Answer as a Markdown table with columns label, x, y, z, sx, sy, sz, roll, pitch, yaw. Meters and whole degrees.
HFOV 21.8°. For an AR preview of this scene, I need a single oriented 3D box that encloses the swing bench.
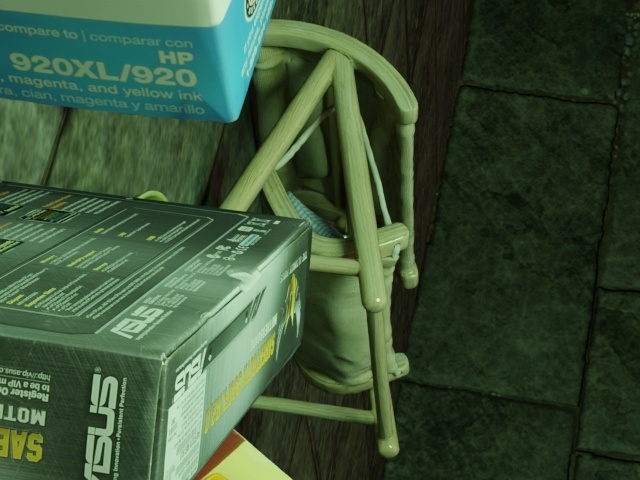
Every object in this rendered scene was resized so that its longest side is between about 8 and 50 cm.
| label | x | y | z | sx | sy | sz | roll | pitch | yaw |
| --- | --- | --- | --- | --- | --- | --- | --- | --- | --- |
| swing bench | 0.000 | 0.000 | 1.342 | 0.253 | 0.165 | 0.255 | 84 | 17 | -57 |

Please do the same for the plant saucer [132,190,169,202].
| label | x | y | z | sx | sy | sz | roll | pitch | yaw |
| --- | --- | --- | --- | --- | --- | --- | --- | --- | --- |
| plant saucer | -0.132 | 0.087 | 0.991 | 0.241 | 0.037 | 0.241 | 8 | 90 | -82 |

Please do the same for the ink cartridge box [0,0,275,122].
| label | x | y | z | sx | sy | sz | roll | pitch | yaw |
| --- | --- | --- | --- | --- | --- | --- | --- | --- | --- |
| ink cartridge box | -0.097 | -0.183 | 0.536 | 0.233 | 0.168 | 0.171 | 84 | 17 | -55 |

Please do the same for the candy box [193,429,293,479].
| label | x | y | z | sx | sy | sz | roll | pitch | yaw |
| --- | --- | --- | --- | --- | --- | --- | --- | --- | --- |
| candy box | -0.098 | 0.240 | 0.822 | 0.183 | 0.087 | 0.316 | -38 | 156 | -30 |

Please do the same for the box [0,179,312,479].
| label | x | y | z | sx | sy | sz | roll | pitch | yaw |
| --- | --- | --- | --- | --- | --- | --- | --- | --- | --- |
| box | -0.113 | 0.027 | 0.586 | 0.231 | 0.183 | 0.056 | -46 | 142 | -76 |
